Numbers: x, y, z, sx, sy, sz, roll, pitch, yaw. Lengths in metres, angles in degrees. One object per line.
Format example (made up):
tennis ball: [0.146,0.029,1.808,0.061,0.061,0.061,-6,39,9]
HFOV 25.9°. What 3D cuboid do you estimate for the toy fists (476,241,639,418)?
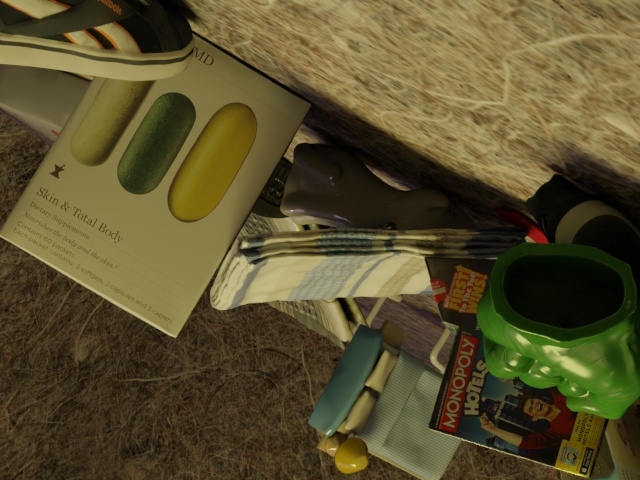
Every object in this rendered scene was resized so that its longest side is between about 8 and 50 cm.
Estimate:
toy fists: [0.252,0.080,1.026,0.279,0.096,0.142,6,158,15]

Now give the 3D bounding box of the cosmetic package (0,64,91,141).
cosmetic package: [-0.332,-0.155,2.295,0.284,0.097,0.377,20,169,46]

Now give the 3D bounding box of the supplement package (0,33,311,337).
supplement package: [-0.166,-0.063,1.414,0.199,0.263,0.198,31,174,-4]

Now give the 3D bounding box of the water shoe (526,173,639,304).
water shoe: [0.234,0.009,1.122,0.203,0.073,0.080,44,-174,-49]

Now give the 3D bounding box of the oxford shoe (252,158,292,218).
oxford shoe: [-0.103,-0.103,1.784,0.227,0.083,0.096,32,-164,-38]

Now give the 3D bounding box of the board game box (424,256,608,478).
board game box: [0.173,0.092,1.237,0.194,0.194,0.060,16,170,17]

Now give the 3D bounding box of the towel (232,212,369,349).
towel: [-0.070,0.013,2.048,0.312,0.056,0.324,22,146,54]

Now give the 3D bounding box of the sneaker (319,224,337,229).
sneaker: [0.000,0.000,2.057,0.072,0.077,0.178,28,173,7]

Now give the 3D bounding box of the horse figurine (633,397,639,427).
horse figurine: [0.382,0.166,1.403,0.263,0.066,0.174,36,-162,-32]

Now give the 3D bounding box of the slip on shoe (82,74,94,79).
slip on shoe: [-0.283,-0.226,1.696,0.135,0.051,0.041,25,-173,-17]

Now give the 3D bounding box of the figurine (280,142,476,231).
figurine: [0.090,-0.019,1.489,0.209,0.092,0.215,16,167,33]

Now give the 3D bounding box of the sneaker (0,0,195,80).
sneaker: [-0.211,-0.212,1.156,0.126,0.127,0.321,33,-159,30]

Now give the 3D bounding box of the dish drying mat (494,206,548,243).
dish drying mat: [0.203,-0.009,1.325,0.083,0.008,0.032,34,170,-27]

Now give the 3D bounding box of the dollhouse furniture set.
dollhouse furniture set: [0.191,0.195,1.665,0.286,0.303,0.198,34,174,-32]

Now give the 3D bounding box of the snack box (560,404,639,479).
snack box: [0.272,0.187,1.347,0.060,0.322,0.187,-22,153,20]

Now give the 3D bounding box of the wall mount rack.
wall mount rack: [0.248,0.219,2.525,0.304,0.130,0.350,39,170,-35]

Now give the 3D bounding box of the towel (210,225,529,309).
towel: [0.040,0.031,1.356,0.285,0.034,0.209,-2,164,-14]
